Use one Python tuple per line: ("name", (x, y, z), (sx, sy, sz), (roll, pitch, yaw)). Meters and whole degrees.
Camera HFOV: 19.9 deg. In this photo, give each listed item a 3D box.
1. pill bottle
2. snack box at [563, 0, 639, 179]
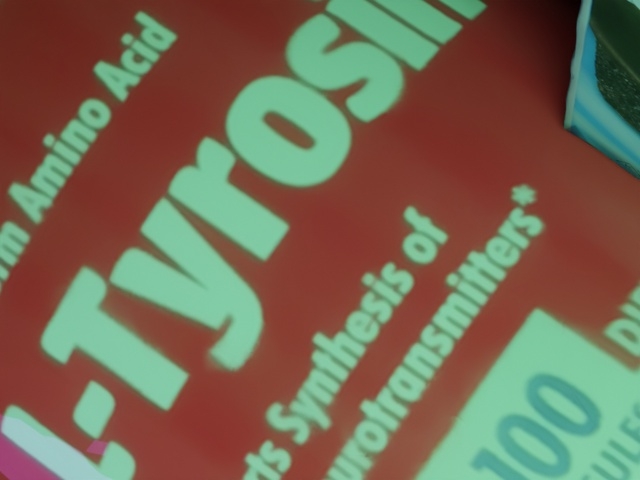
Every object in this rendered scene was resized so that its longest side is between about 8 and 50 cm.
("pill bottle", (-0.050, -0.016, 0.540), (0.408, 0.229, 0.229), (34, 173, 12))
("snack box", (0.191, 0.023, 0.312), (0.322, 0.060, 0.187), (35, 173, 11))
